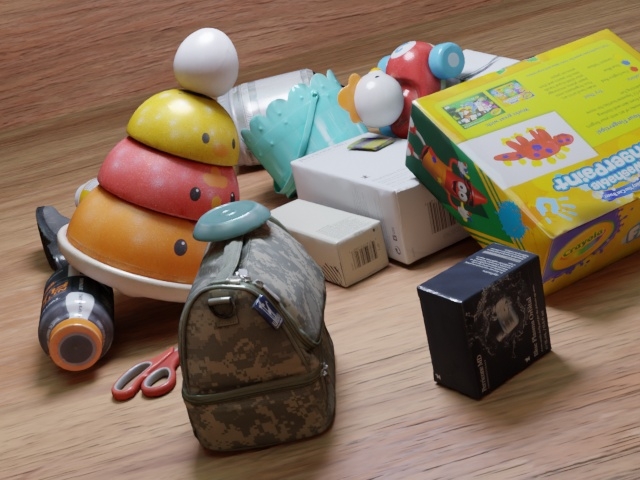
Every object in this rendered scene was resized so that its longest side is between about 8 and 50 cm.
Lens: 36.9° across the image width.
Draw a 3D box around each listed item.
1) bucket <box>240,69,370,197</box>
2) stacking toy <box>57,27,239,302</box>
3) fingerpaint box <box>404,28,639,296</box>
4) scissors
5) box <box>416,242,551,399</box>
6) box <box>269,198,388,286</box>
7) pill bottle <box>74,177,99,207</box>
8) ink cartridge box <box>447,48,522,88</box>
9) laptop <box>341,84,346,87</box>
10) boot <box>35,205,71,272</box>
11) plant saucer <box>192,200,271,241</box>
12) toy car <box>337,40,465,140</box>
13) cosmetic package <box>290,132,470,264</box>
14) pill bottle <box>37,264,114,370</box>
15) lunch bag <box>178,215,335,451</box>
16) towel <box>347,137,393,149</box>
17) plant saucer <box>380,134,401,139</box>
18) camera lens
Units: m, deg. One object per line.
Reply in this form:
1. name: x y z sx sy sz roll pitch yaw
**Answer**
1. bucket: -0.028 -0.233 2.171 0.281 0.183 0.281 -34 -4 -3
2. stacking toy: -0.263 -0.153 1.751 0.350 0.480 0.350 15 13 -4
3. fingerpaint box: 0.432 -0.144 1.640 0.445 0.163 0.371 -23 52 -22
4. scissors: -0.243 0.182 1.627 0.109 0.021 0.297 -5 25 26
5. box: 0.230 0.110 1.335 0.158 0.156 0.093 -27 26 -29
6. box: 0.000 0.000 1.830 0.113 0.094 0.275 -25 24 -27
7. pill bottle: -0.511 -0.090 2.329 0.117 0.117 0.215 -29 26 -34
8. ink cartridge box: 0.379 -0.269 2.012 0.121 0.211 0.289 -33 33 -19
9. laptop: 0.257 -0.399 2.330 0.408 0.236 0.382 -34 18 -1
10. boot: -0.509 -0.007 2.163 0.222 0.118 0.338 -18 33 -19
11. plant saucer: -0.132 -0.033 1.397 0.119 0.021 0.119 -13 21 5
12. toy car: 0.140 -0.310 1.975 0.238 0.210 0.219 -2 3 -33
13. cosmetic package: 0.130 -0.095 1.898 0.217 0.156 0.385 -24 24 -27
14. pill bottle: -0.431 0.140 1.698 0.130 0.130 0.246 -17 21 -7
15. lunch bag: -0.097 0.118 1.377 0.212 0.256 0.305 -12 22 6
16. towel: 0.101 -0.197 1.952 0.083 0.009 0.060 7 28 43
17. plant saucer: 0.209 -0.222 2.328 0.241 0.037 0.241 -13 21 5
18. camera lens: -0.113 -0.320 2.513 0.274 0.219 0.219 -13 22 3
